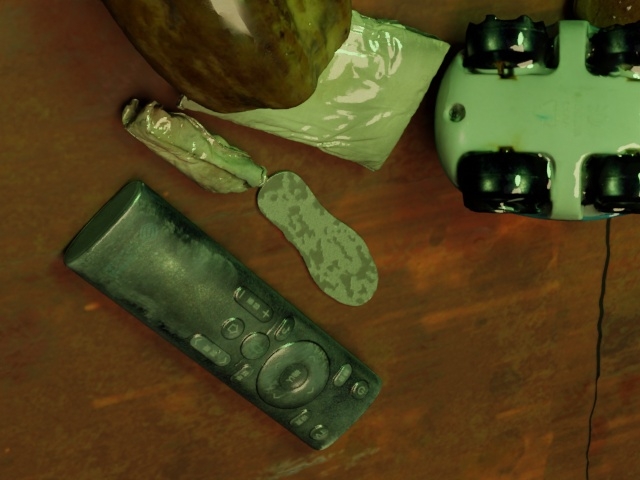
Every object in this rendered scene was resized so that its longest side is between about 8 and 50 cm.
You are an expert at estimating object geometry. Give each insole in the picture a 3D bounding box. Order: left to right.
[{"bbox_3d":[0.000,0.000,1.437,0.065,0.006,0.193,-41,125,1],"label":"insole"}]

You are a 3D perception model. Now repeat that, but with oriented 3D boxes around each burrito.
[{"bbox_3d":[-0.117,-0.084,1.313,0.149,0.055,0.041,32,56,-37],"label":"burrito"}]

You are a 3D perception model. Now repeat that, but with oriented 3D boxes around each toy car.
[{"bbox_3d":[0.238,-0.110,1.381,0.255,0.190,0.189,0,85,6],"label":"toy car"}]

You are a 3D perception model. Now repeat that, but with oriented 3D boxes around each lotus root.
[{"bbox_3d":[-0.104,-0.242,1.159,0.193,0.193,0.291,-35,116,-4],"label":"lotus root"}]

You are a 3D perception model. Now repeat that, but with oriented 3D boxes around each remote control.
[{"bbox_3d":[-0.085,0.085,1.422,0.107,0.044,0.377,-43,125,7],"label":"remote control"}]

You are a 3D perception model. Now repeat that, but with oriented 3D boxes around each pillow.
[{"bbox_3d":[-0.005,-0.156,1.324,0.229,0.050,0.148,17,103,-28],"label":"pillow"}]

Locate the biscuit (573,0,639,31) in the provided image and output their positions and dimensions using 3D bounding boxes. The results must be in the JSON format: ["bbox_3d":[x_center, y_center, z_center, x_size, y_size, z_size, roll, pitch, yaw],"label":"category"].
[{"bbox_3d":[0.331,-0.250,1.434,0.180,0.039,0.236,-29,125,-13],"label":"biscuit"}]
